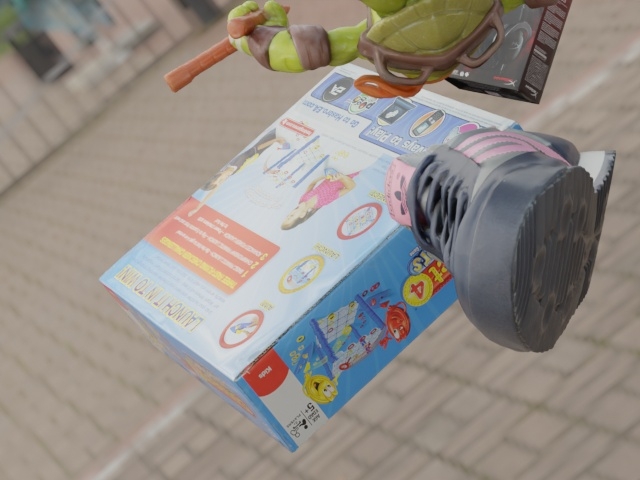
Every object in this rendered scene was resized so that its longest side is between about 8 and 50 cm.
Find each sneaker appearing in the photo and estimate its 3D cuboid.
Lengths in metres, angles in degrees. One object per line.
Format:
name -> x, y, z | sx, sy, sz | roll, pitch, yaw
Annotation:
sneaker -> 0.090, -0.008, 1.127 | 0.319, 0.131, 0.112 | -18, -60, -76

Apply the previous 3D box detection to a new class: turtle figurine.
turtle figurine -> 0.038, -0.122, 0.999 | 0.269, 0.087, 0.217 | -10, -18, 4

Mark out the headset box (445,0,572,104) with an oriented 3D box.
headset box -> 0.118, -0.133, 1.234 | 0.062, 0.032, 0.083 | 16, 86, 35

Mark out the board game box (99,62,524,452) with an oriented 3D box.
board game box -> 0.000, 0.000, 1.633 | 0.302, 0.086, 0.308 | -42, 28, -10
